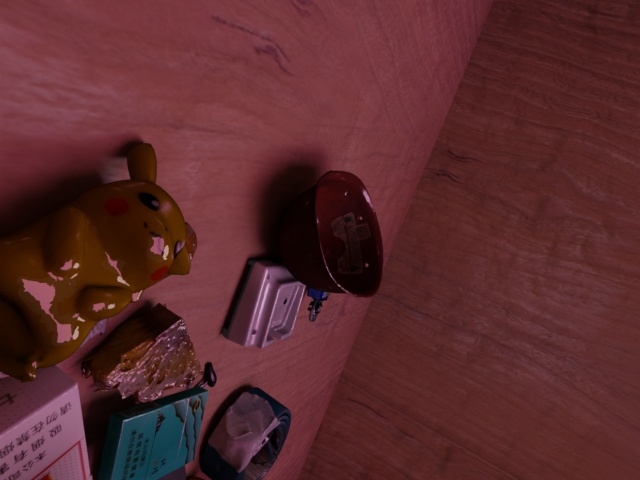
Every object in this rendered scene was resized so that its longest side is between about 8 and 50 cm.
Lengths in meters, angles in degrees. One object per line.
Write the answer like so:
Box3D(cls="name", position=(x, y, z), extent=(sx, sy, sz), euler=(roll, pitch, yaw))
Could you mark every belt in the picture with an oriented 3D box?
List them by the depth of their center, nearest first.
Box3D(cls="belt", position=(-0.239, 0.681, 1.431), extent=(0.300, 0.173, 0.437), euler=(-45, 151, -38))

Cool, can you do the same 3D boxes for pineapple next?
Box3D(cls="pineapple", position=(-0.317, 0.214, 0.808), extent=(0.186, 0.114, 0.236), euler=(-64, 157, -2))

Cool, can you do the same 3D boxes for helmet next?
Box3D(cls="helmet", position=(0.000, 0.000, 1.162), extent=(0.385, 0.230, 0.338), euler=(2, 78, -58))

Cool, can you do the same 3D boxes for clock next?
Box3D(cls="clock", position=(-0.132, 0.170, 1.211), extent=(0.231, 0.116, 0.262), euler=(-69, 160, 7))

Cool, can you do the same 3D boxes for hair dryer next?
Box3D(cls="hair dryer", position=(-0.310, 0.369, 1.124), extent=(0.083, 0.031, 0.079), euler=(-33, 132, -43))

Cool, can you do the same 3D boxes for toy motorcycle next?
Box3D(cls="toy motorcycle", position=(0.002, 0.126, 1.507), extent=(0.169, 0.113, 0.316), euler=(-46, 146, -65))

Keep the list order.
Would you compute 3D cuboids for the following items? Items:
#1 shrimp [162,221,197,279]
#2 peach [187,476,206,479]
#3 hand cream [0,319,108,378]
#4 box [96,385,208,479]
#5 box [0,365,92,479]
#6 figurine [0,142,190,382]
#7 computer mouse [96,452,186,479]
Box3D(cls="shrimp", position=(-0.294, 0.029, 0.763), extent=(0.190, 0.042, 0.101), euler=(-42, 129, -46))
Box3D(cls="peach", position=(-0.377, 0.789, 1.282), extent=(0.138, 0.138, 0.138), euler=(-51, 155, -35))
Box3D(cls="hand cream", position=(-0.400, 0.141, 0.617), extent=(0.257, 0.050, 0.084), euler=(-19, 127, -67))
Box3D(cls="box", position=(-0.324, 0.393, 0.848), extent=(0.226, 0.042, 0.161), euler=(12, 91, -64))
Box3D(cls="box", position=(-0.466, 0.364, 0.634), extent=(0.210, 0.095, 0.330), euler=(-36, 146, -53))
Box3D(cls="figurine", position=(-0.293, 0.026, 0.568), extent=(0.326, 0.169, 0.218), euler=(-40, 125, -38))
Box3D(cls="computer mouse", position=(-0.393, 0.507, 0.934), extent=(0.188, 0.121, 0.371), euler=(-22, 124, -60))
